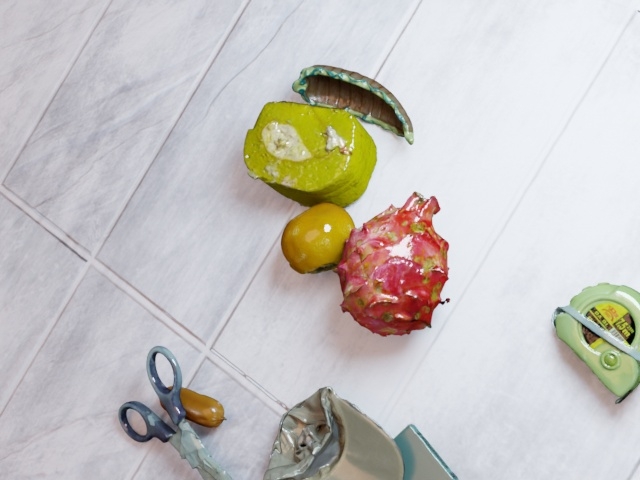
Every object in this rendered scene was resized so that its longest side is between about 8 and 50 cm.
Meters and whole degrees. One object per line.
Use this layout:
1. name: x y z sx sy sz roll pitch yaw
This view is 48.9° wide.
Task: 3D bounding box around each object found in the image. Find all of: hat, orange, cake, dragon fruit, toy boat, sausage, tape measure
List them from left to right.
1. sausage: -0.268 0.339 1.448 0.183 0.054 0.062 14 76 29
2. cake: -0.029 -0.170 1.420 0.260 0.156 0.179 11 76 28
3. orange: 0.000 0.000 1.364 0.154 0.155 0.134 -37 95 11
4. hat: 0.023 0.398 1.284 0.244 0.149 0.214 36 86 6
5. toy boat: 0.084 -0.279 1.423 0.293 0.108 0.099 28 58 22
6. dragon fruit: 0.135 0.039 1.269 0.205 0.210 0.268 21 87 -16
7. tape measure: 0.472 0.147 1.148 0.154 0.087 0.177 -51 61 18

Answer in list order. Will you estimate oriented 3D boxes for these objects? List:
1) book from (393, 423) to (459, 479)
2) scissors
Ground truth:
1. book: 0.183 0.545 1.209 0.264 0.031 0.379 -44 64 8
2. scissors: -0.261 0.417 1.408 0.383 0.029 0.256 45 121 19
